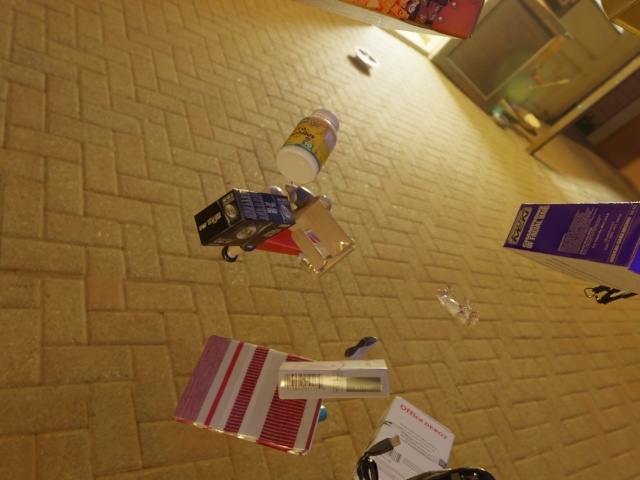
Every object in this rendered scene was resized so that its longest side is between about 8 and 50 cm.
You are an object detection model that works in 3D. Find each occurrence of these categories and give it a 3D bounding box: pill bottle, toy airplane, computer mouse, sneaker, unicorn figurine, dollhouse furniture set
[{"bbox_3d":[-0.025,-0.257,1.258,0.118,0.118,0.208,38,53,-13],"label":"pill bottle"},{"bbox_3d":[-0.134,-0.053,1.576,0.384,0.387,0.272,64,21,-68],"label":"toy airplane"},{"bbox_3d":[0.200,0.459,0.912,0.060,0.262,0.184,22,42,-63],"label":"computer mouse"},{"bbox_3d":[0.175,0.454,1.983,0.061,0.152,0.053,58,2,-37],"label":"sneaker"},{"bbox_3d":[0.330,0.158,1.183,0.111,0.060,0.161,69,-4,-48],"label":"unicorn figurine"},{"bbox_3d":[0.000,0.000,1.139,0.123,0.144,0.151,52,12,10],"label":"dollhouse furniture set"}]

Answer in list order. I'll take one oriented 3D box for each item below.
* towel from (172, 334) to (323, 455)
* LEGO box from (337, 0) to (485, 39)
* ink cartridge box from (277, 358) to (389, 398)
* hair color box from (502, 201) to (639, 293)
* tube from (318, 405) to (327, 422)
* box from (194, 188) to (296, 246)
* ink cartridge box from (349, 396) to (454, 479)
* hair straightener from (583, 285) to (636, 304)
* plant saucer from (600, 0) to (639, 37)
[{"bbox_3d":[-0.157,0.367,1.151,0.329,0.037,0.237,12,47,7],"label":"towel"},{"bbox_3d":[0.035,-0.505,0.814,0.373,0.193,0.500,11,24,-13],"label":"LEGO box"},{"bbox_3d":[0.026,0.245,0.902,0.232,0.189,0.066,-20,108,-87],"label":"ink cartridge box"},{"bbox_3d":[0.487,0.014,0.803,0.185,0.110,0.339,22,0,-8],"label":"hair color box"},{"bbox_3d":[-0.064,0.555,1.474,0.207,0.052,0.080,8,26,-49],"label":"tube"},{"bbox_3d":[-0.174,-0.048,1.107,0.180,0.147,0.077,2,66,-54],"label":"box"},{"bbox_3d":[0.238,0.628,1.355,0.211,0.121,0.289,33,35,11],"label":"ink cartridge box"},{"bbox_3d":[0.829,0.130,1.349,0.089,0.230,0.047,39,76,10],"label":"hair straightener"},{"bbox_3d":[0.824,-0.511,1.057,0.333,0.080,0.333,30,7,1],"label":"plant saucer"}]
